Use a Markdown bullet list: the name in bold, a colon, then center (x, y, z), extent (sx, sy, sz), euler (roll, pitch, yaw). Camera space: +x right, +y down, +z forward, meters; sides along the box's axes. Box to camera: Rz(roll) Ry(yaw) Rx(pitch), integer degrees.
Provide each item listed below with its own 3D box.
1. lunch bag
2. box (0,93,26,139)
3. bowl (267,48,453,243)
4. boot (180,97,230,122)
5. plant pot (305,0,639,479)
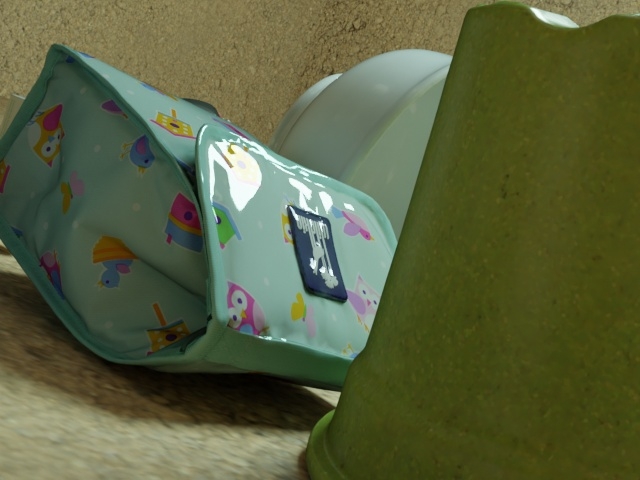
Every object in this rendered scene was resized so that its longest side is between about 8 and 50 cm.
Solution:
- **lunch bag**: center (-0.069, 0.006, 0.706), extent (0.262, 0.160, 0.223), euler (39, 11, 38)
- **box**: center (-0.314, -0.103, 1.234), extent (0.102, 0.101, 0.087), euler (22, 4, 34)
- **bowl**: center (0.041, -0.058, 0.963), extent (0.134, 0.298, 0.298), euler (35, 10, 26)
- **boot**: center (-0.092, -0.099, 1.300), extent (0.244, 0.088, 0.176), euler (24, 22, -7)
- **plant pot**: center (0.145, 0.014, 0.555), extent (0.275, 0.254, 0.276), euler (8, 9, -1)
